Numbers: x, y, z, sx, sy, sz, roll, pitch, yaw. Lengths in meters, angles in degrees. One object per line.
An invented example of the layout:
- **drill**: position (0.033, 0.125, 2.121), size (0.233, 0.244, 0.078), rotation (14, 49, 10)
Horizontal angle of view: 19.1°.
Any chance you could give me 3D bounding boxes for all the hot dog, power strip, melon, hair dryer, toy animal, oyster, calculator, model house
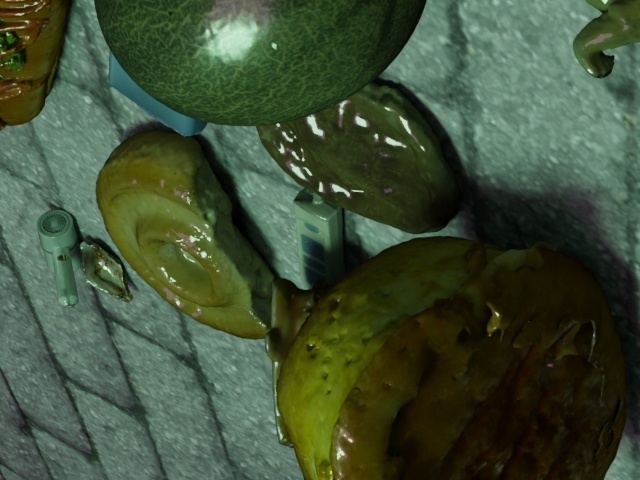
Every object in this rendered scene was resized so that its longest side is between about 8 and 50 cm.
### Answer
- **hot dog**: position (-0.351, -0.230, 1.999), size (0.158, 0.117, 0.349), rotation (39, 153, 3)
- **power strip**: position (0.000, 0.000, 1.976), size (0.047, 0.030, 0.191), rotation (29, 151, 22)
- **melon**: position (-0.044, -0.208, 1.496), size (0.302, 0.237, 0.237), rotation (-7, 127, 52)
- **hair dryer**: position (-0.318, 0.037, 2.362), size (0.082, 0.047, 0.137), rotation (84, 172, -50)
- **toy animal**: position (0.222, -0.184, 1.366), size (0.219, 0.103, 0.101), rotation (44, 130, 5)
- **oyster**: position (-0.270, 0.037, 2.387), size (0.051, 0.034, 0.093), rotation (-2, 121, 33)
- **calculator**: position (-0.159, -0.182, 1.904), size (0.121, 0.039, 0.210), rotation (33, 152, 12)
- **model house**: position (0.070, 0.138, 1.967), size (0.229, 0.199, 0.219), rotation (2, -177, 10)

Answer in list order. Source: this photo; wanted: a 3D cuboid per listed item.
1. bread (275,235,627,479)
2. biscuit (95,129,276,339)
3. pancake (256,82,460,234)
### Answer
- **bread**: position (0.114, 0.159, 1.735), size (0.204, 0.337, 0.358), rotation (28, 143, 41)
- **biscuit**: position (-0.154, 0.000, 2.113), size (0.213, 0.091, 0.274), rotation (5, 138, 47)
- **pancake**: position (0.028, -0.089, 1.795), size (0.236, 0.042, 0.222), rotation (38, 149, 4)
